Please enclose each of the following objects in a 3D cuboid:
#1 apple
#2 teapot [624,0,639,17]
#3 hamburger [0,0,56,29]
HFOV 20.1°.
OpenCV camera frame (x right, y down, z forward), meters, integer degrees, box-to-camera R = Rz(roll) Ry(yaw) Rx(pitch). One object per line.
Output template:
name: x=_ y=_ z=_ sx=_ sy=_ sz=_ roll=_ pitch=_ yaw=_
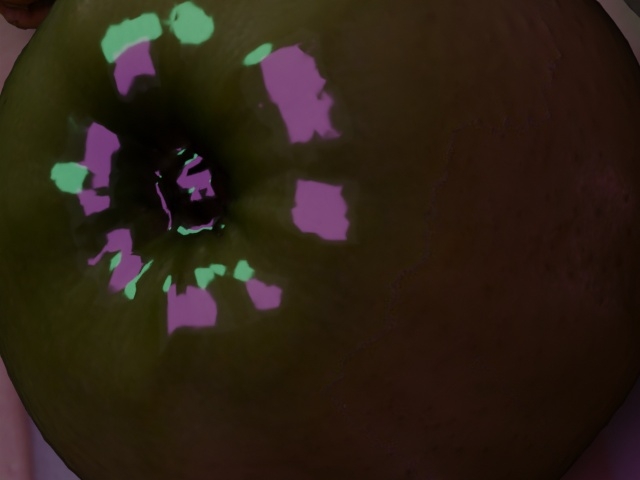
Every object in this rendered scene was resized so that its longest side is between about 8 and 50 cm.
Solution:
apple: x=0.000 y=0.000 z=0.689 sx=0.279 sy=0.279 sz=0.279 roll=-7 pitch=74 yaw=24
teapot: x=0.200 y=-0.168 z=0.682 sx=0.175 sy=0.185 sz=0.268 roll=-24 pitch=98 yaw=-12
hamburger: x=-0.107 y=-0.207 z=0.865 sx=0.213 sy=0.108 sz=0.214 roll=-7 pitch=73 yaw=23
